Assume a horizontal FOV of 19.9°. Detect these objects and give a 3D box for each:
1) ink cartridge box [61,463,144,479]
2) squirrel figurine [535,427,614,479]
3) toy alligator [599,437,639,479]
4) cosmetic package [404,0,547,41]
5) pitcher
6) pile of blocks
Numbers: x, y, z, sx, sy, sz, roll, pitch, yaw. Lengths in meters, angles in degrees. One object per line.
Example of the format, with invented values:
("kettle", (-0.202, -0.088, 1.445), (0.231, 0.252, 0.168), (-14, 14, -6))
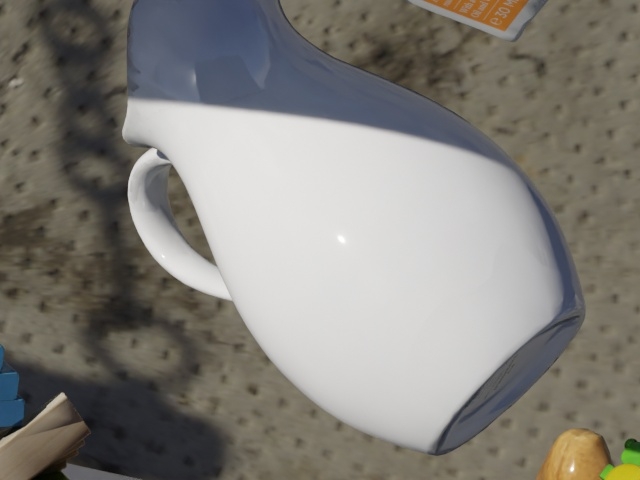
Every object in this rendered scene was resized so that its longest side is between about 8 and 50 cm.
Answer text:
("ink cartridge box", (-0.278, 0.339, 1.649), (0.198, 0.115, 0.273), (15, 94, -13))
("squirrel figurine", (0.073, 0.365, 1.292), (0.370, 0.397, 0.281), (-15, 60, -34))
("toy alligator", (0.185, 0.143, 1.067), (0.189, 0.051, 0.056), (-55, 135, -7))
("cosmetic package", (0.047, -0.386, 1.843), (0.453, 0.230, 0.161), (20, 68, -7))
("pitcher", (0.000, 0.000, 0.762), (0.125, 0.178, 0.207), (-31, 68, -34))
("pile of blocks", (-0.269, 0.126, 1.322), (0.149, 0.112, 0.362), (-35, 124, -17))
